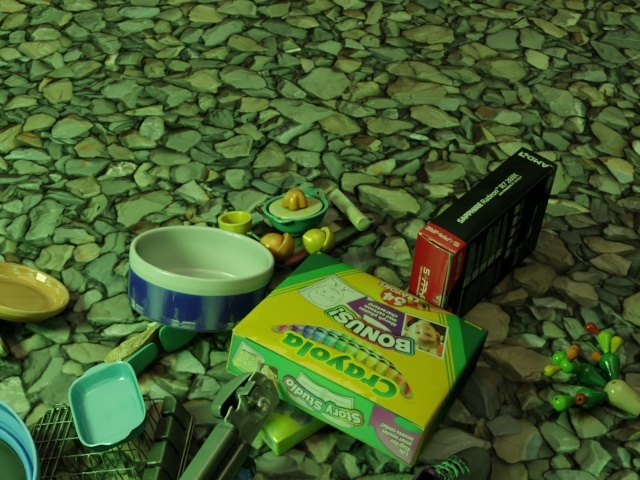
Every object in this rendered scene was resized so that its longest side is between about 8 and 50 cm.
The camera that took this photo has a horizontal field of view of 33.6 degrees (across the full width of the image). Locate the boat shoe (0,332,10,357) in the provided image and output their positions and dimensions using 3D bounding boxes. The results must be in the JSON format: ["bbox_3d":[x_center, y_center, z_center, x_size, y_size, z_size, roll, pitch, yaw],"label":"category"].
[{"bbox_3d":[-0.625,0.163,1.913,0.072,0.068,0.190,-34,44,-20],"label":"boat shoe"}]

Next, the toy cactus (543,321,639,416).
[{"bbox_3d":[0.506,0.244,1.910,0.180,0.112,0.219,33,39,15],"label":"toy cactus"}]

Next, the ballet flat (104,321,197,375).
[{"bbox_3d":[-0.306,0.180,1.917,0.067,0.073,0.206,21,38,38],"label":"ballet flat"}]

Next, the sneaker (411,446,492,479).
[{"bbox_3d":[0.204,0.388,1.707,0.223,0.098,0.083,-32,53,-34],"label":"sneaker"}]

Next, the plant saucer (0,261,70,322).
[{"bbox_3d":[-0.564,0.098,1.954,0.199,0.037,0.200,18,17,-6],"label":"plant saucer"}]

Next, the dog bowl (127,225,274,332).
[{"bbox_3d":[-0.221,0.067,1.958,0.264,0.104,0.265,8,21,-3],"label":"dog bowl"}]

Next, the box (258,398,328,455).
[{"bbox_3d":[-0.037,0.286,1.841,0.178,0.042,0.109,-27,51,-30],"label":"box"}]

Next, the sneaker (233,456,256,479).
[{"bbox_3d":[-0.116,0.390,1.702,0.152,0.058,0.085,20,52,25],"label":"sneaker"}]

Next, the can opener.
[{"bbox_3d":[-0.162,0.326,1.693,0.095,0.076,0.283,-4,40,43],"label":"can opener"}]

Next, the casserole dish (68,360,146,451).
[{"bbox_3d":[-0.338,0.270,1.703,0.114,0.037,0.188,-24,39,-8],"label":"casserole dish"}]

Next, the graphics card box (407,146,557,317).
[{"bbox_3d":[0.311,0.001,2.053,0.094,0.233,0.371,32,49,27],"label":"graphics card box"}]

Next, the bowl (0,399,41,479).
[{"bbox_3d":[-0.608,0.398,1.591,0.391,0.077,0.391,-4,44,4],"label":"bowl"}]

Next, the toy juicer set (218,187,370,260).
[{"bbox_3d":[-0.025,-0.051,2.141,0.329,0.090,0.209,-22,31,-34],"label":"toy juicer set"}]

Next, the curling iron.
[{"bbox_3d":[0.000,0.000,2.170,0.274,0.035,0.068,-23,48,-28],"label":"curling iron"}]

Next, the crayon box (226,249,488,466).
[{"bbox_3d":[0.069,0.192,1.860,0.362,0.106,0.313,25,34,16],"label":"crayon box"}]

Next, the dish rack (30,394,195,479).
[{"bbox_3d":[-0.352,0.345,1.705,0.271,0.074,0.208,-7,38,13],"label":"dish rack"}]
